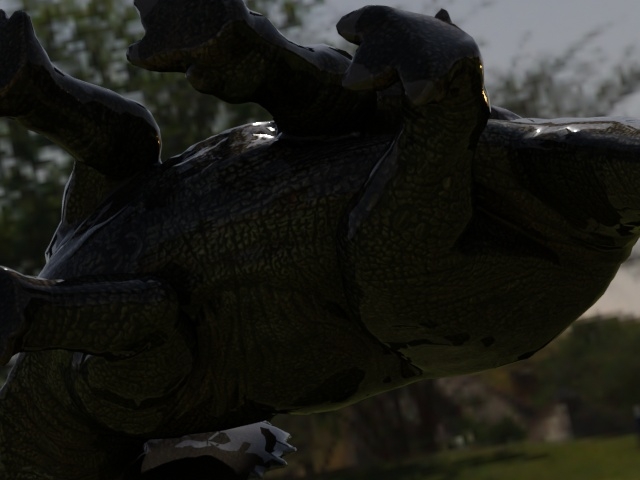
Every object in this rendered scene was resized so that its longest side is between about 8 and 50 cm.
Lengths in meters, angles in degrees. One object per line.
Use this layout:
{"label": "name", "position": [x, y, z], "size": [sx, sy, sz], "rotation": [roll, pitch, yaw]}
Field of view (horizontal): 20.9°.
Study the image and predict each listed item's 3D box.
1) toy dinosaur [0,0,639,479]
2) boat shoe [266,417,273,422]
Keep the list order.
{"label": "toy dinosaur", "position": [0.000, 0.000, 0.462], "size": [0.313, 0.121, 0.160], "rotation": [-30, -34, 17]}
{"label": "boat shoe", "position": [-0.071, 0.092, 0.806], "size": [0.092, 0.285, 0.103], "rotation": [9, -38, 26]}
